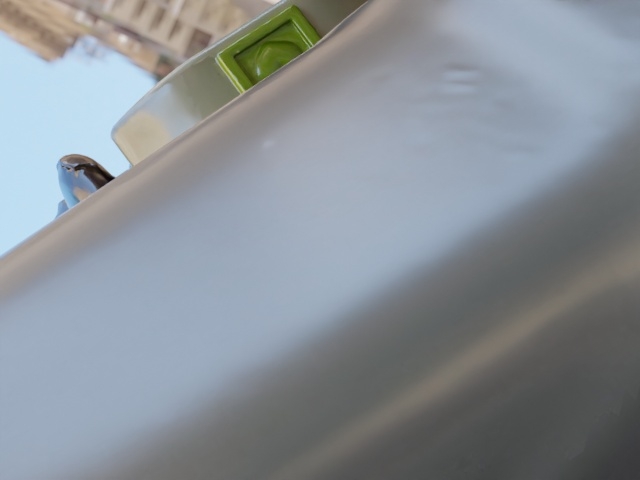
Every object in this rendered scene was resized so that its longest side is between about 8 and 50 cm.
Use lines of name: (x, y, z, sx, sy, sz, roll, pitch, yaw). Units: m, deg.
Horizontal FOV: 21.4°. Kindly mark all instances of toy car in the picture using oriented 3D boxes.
toy car: (0.000, 0.000, 0.846, 0.204, 0.198, 0.248, -34, -8, -16)

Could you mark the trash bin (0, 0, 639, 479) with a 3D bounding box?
trash bin: (0.045, 0.046, 0.437, 0.250, 0.219, 0.220, -32, -54, -12)
